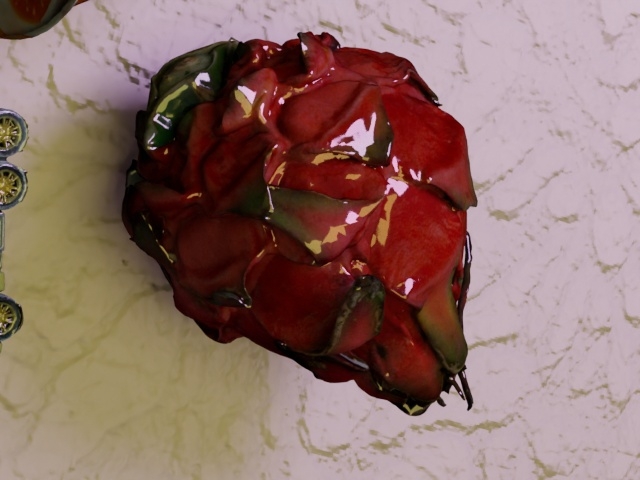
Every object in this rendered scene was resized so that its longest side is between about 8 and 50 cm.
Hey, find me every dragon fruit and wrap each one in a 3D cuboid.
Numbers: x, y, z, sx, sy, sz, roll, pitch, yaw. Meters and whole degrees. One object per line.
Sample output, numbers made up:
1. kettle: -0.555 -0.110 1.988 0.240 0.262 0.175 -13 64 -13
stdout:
1. dragon fruit: 0.000 0.000 1.177 0.234 0.234 0.293 -35 111 -22

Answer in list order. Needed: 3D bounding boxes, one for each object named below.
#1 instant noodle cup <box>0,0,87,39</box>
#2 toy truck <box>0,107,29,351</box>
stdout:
1. instant noodle cup: -0.121 -0.273 1.033 0.214 0.296 0.296 -22 110 -38
2. toy truck: -0.238 -0.013 1.109 0.100 0.077 0.169 -3 101 -34
